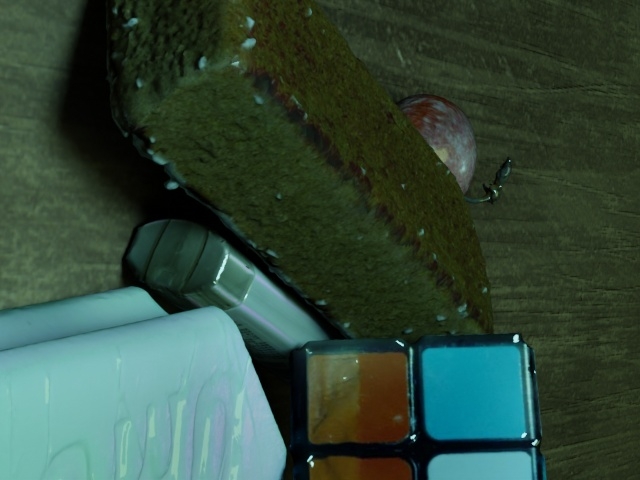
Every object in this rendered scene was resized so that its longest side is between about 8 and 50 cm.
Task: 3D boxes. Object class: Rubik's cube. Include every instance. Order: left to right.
[{"bbox_3d":[0.070,0.183,1.251,0.167,0.180,0.183,86,0,-62],"label":"Rubik's cube"}]

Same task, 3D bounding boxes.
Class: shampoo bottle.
[{"bbox_3d":[-0.052,0.052,1.253,0.227,0.086,0.056,41,67,-55],"label":"shampoo bottle"}]

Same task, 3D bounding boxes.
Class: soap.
[{"bbox_3d":[-0.155,0.147,1.078,0.347,0.115,0.208,-9,107,-59],"label":"soap"}]

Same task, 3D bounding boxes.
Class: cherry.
[{"bbox_3d":[0.108,-0.074,1.488,0.225,0.090,0.107,-7,97,-61],"label":"cherry"}]

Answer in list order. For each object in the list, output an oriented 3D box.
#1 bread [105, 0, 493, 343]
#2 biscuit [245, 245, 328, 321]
[{"bbox_3d":[-0.003,-0.053,1.206,0.416,0.113,0.165,45,32,-47],"label":"bread"},{"bbox_3d":[-0.001,0.000,1.379,0.205,0.031,0.138,39,59,-55],"label":"biscuit"}]
